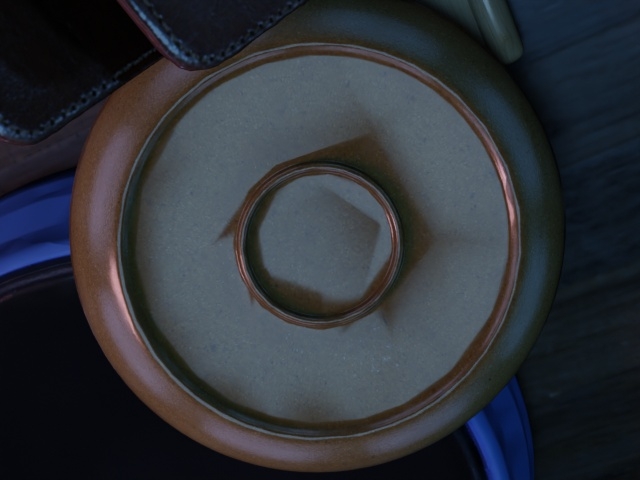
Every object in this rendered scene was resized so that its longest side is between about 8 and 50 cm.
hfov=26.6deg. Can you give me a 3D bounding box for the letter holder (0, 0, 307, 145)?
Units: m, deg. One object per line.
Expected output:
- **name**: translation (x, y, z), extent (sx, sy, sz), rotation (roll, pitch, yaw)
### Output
- **letter holder**: translation (-0.150, -0.180, 0.471), extent (0.152, 0.214, 0.302), rotation (-5, 119, 49)

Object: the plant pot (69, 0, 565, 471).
- **plant pot**: translation (0.000, 0.000, 0.631), extent (0.236, 0.032, 0.236), rotation (0, 100, -3)

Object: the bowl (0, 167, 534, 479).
- **bowl**: translation (-0.075, 0.143, 0.766), extent (0.391, 0.077, 0.391), rotation (3, 119, 5)

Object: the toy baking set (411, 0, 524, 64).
- **toy baking set**: translation (-0.023, -0.142, 0.629), extent (0.256, 0.030, 0.197), rotation (40, 116, -15)
